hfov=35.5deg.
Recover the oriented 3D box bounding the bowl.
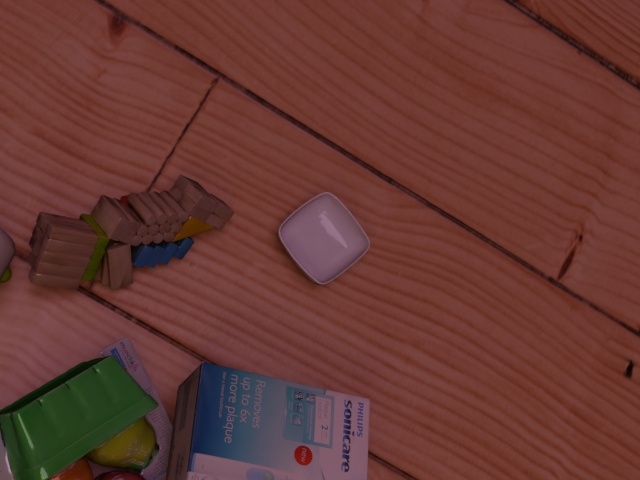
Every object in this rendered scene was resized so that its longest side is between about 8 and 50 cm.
[{"bbox_3d":[0.000,0.000,1.818,0.142,0.053,0.142,-38,90,-22],"label":"bowl"}]

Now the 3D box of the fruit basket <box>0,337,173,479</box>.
[{"bbox_3d":[-0.352,0.376,1.555,0.327,0.165,0.353,-32,106,-41],"label":"fruit basket"}]

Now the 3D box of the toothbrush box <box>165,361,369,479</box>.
[{"bbox_3d":[-0.080,0.338,1.568,0.295,0.126,0.216,17,58,-20],"label":"toothbrush box"}]

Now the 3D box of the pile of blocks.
[{"bbox_3d":[-0.333,-0.016,1.707,0.362,0.149,0.112,-14,38,-29],"label":"pile of blocks"}]

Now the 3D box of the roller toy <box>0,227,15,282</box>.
[{"bbox_3d":[-0.593,0.022,1.555,0.209,0.191,0.146,30,71,-8],"label":"roller toy"}]
